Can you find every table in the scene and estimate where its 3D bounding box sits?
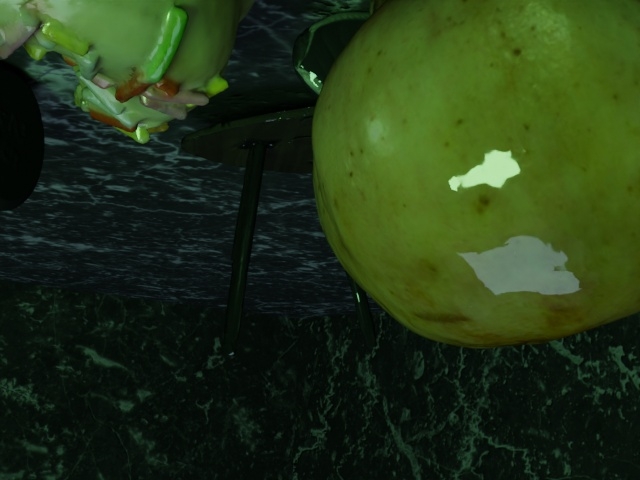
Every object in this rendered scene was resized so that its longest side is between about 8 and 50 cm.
[{"bbox_3d":[0.000,0.000,1.166,0.317,0.249,0.317,-5,171,-1],"label":"table"}]

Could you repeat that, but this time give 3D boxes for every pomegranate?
[{"bbox_3d":[0.141,-0.083,0.751,0.338,0.338,0.338,2,170,0],"label":"pomegranate"}]

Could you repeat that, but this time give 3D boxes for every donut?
[{"bbox_3d":[-0.216,-0.170,0.658,0.371,0.150,0.307,7,168,-21],"label":"donut"}]

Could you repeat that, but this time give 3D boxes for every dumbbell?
[{"bbox_3d":[-0.416,-0.103,1.046,0.218,0.153,0.152,-1,169,17],"label":"dumbbell"}]

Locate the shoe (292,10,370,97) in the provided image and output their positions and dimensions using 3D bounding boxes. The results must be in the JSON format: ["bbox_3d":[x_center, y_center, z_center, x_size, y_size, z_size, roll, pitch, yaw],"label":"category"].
[{"bbox_3d":[0.061,-0.142,0.934,0.227,0.099,0.112,7,176,-30],"label":"shoe"}]
